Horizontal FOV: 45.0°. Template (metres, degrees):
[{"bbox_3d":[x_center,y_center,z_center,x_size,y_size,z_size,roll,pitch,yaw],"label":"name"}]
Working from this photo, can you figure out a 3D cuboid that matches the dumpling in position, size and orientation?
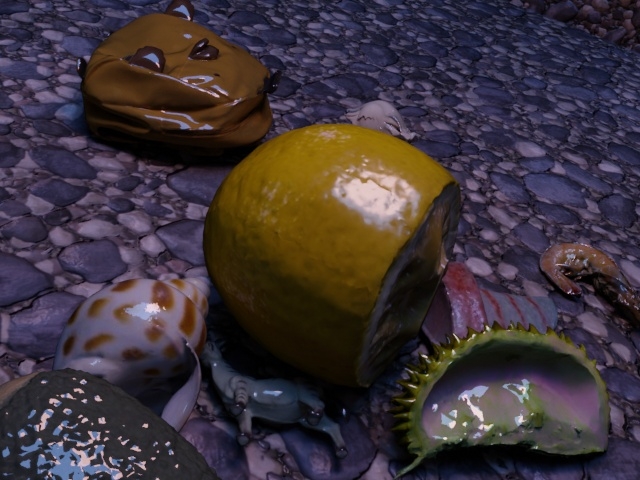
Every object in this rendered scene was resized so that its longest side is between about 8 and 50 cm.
[{"bbox_3d":[0.138,-0.241,1.671,0.188,0.108,0.127,28,8,41],"label":"dumpling"}]

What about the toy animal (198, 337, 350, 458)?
[{"bbox_3d":[-0.068,0.197,1.001,0.216,0.073,0.176,13,20,-10],"label":"toy animal"}]

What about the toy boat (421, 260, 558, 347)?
[{"bbox_3d":[0.292,0.124,1.247,0.282,0.096,0.206,9,40,-31],"label":"toy boat"}]

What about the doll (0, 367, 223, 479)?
[{"bbox_3d":[-0.189,0.276,0.705,0.349,0.247,0.247,29,36,2],"label":"doll"}]

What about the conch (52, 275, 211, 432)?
[{"bbox_3d":[-0.219,0.138,0.930,0.183,0.149,0.275,44,71,-8],"label":"conch"}]

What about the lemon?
[{"bbox_3d":[0.000,0.000,1.062,0.364,0.364,0.364,10,35,-7],"label":"lemon"}]

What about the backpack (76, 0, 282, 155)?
[{"bbox_3d":[-0.269,-0.310,1.521,0.378,0.201,0.353,11,39,-1],"label":"backpack"}]

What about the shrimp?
[{"bbox_3d":[0.495,0.080,1.402,0.143,0.052,0.251,-11,33,-17],"label":"shrimp"}]

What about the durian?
[{"bbox_3d":[0.249,0.209,1.038,0.351,0.158,0.169,4,48,-22],"label":"durian"}]
